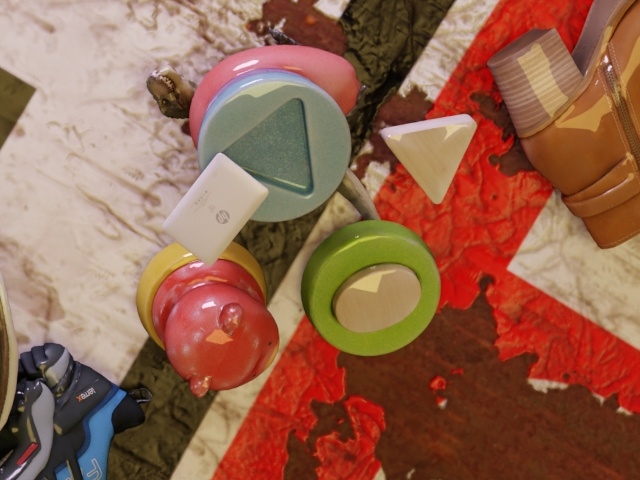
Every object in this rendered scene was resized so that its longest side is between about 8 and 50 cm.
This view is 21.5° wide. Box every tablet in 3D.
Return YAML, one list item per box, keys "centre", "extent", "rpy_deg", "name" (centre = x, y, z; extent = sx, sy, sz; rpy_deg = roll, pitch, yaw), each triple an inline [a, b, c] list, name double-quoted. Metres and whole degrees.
- centre: [-0.088, -0.025, 1.402]
  extent: [0.054, 0.006, 0.083]
  rpy_deg: [38, 103, -2]
  name: "tablet"

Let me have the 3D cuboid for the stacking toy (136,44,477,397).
- centre: [0.000, 0.000, 1.481]
  extent: [0.280, 0.130, 0.308]
  rpy_deg: [8, 111, -15]
  name: "stacking toy"

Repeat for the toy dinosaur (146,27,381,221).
- centre: [-0.027, -0.114, 1.529]
  extent: [0.268, 0.064, 0.118]
  rpy_deg: [29, 97, -19]
  name: "toy dinosaur"

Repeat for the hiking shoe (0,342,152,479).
- centre: [-0.248, 0.244, 1.469]
  extent: [0.132, 0.113, 0.304]
  rpy_deg: [30, 71, -23]
  name: "hiking shoe"

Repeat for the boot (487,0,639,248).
- centre: [0.321, -0.141, 1.580]
  extent: [0.283, 0.109, 0.220]
  rpy_deg: [-34, 104, -4]
  name: "boot"

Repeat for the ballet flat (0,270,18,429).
- centre: [-0.347, -0.021, 1.427]
  extent: [0.139, 0.139, 0.400]
  rpy_deg: [-23, 107, -9]
  name: "ballet flat"
